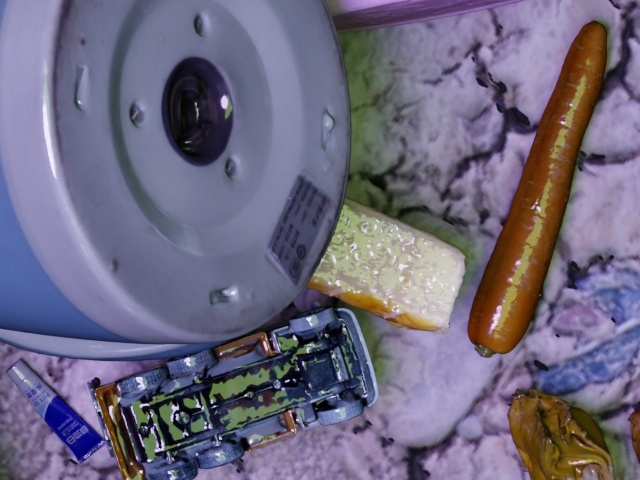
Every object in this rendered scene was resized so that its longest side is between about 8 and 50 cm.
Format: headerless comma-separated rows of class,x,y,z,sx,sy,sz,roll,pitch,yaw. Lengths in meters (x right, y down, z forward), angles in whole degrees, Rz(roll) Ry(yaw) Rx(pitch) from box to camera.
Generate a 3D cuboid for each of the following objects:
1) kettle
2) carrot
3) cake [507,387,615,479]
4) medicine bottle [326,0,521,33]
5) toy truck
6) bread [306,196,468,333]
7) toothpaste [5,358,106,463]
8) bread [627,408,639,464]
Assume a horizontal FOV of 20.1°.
kettle,-0.173,-0.036,1.056,0.319,0.342,0.247,58,45,-32
carrot,0.154,-0.035,1.252,0.043,0.043,0.248,19,89,-6
cake,0.189,0.185,1.231,0.080,0.116,0.185,-14,89,-6
medicine bottle,0.044,-0.302,1.150,0.202,0.202,0.315,-11,93,-5
toy truck,-0.060,0.100,1.199,0.178,0.115,0.080,-18,94,-12
bread,0.001,0.000,1.195,0.188,0.125,0.068,24,90,-6
toothpaste,-0.183,0.116,1.239,0.024,0.015,0.083,-39,100,5
bread,0.308,0.175,1.224,0.149,0.143,0.158,-8,93,-11
